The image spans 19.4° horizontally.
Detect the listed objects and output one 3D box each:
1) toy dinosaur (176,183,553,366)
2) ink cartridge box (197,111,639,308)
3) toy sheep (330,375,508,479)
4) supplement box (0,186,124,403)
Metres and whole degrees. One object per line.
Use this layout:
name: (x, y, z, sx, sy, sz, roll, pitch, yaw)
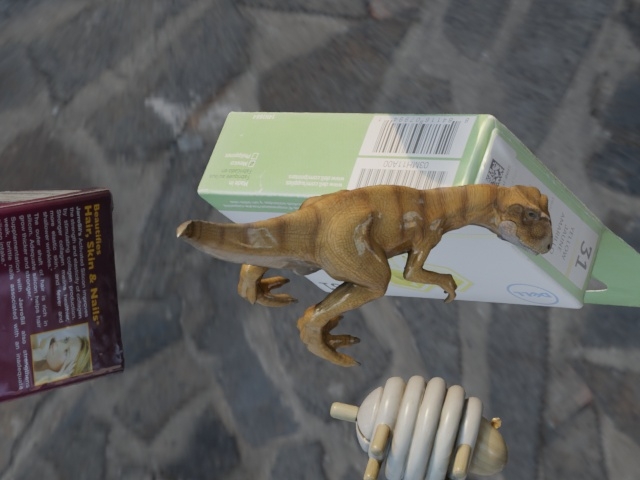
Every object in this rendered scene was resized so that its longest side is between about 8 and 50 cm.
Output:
toy dinosaur: (0.000, 0.000, 0.788, 0.211, 0.064, 0.112, -8, 145, -35)
ink cartridge box: (0.073, 0.007, 0.982, 0.235, 0.171, 0.056, 39, 64, -44)
toy sheep: (0.071, 0.138, 1.341, 0.132, 0.091, 0.091, 18, 99, 2)
supplement box: (-0.199, 0.034, 0.978, 0.188, 0.080, 0.104, -12, 100, -47)
